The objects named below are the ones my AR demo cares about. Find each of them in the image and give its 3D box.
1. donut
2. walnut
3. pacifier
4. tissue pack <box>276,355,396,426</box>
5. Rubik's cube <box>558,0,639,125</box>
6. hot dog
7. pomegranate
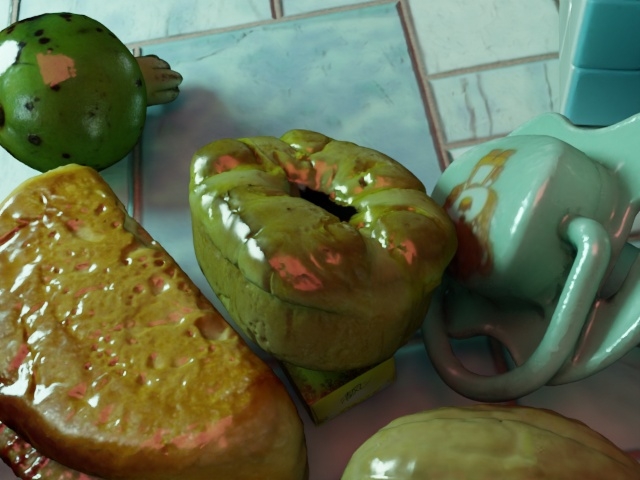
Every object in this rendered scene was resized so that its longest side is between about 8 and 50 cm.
[{"bbox_3d":[0.000,0.000,0.718,0.208,0.128,0.261,-7,34,-21],"label":"donut"},{"bbox_3d":[0.130,0.226,0.604,0.261,0.225,0.225,6,58,15],"label":"walnut"},{"bbox_3d":[0.234,0.030,0.733,0.269,0.343,0.288,27,91,-17],"label":"pacifier"},{"bbox_3d":[-0.009,0.084,0.811,0.095,0.062,0.176,-27,57,-10],"label":"tissue pack"},{"bbox_3d":[0.425,-0.317,0.878,0.291,0.290,0.291,6,58,10],"label":"Rubik's cube"},{"bbox_3d":[-0.202,0.121,0.739,0.223,0.185,0.405,-36,59,-17],"label":"hot dog"},{"bbox_3d":[-0.280,-0.176,0.961,0.202,0.202,0.248,39,39,27],"label":"pomegranate"}]
